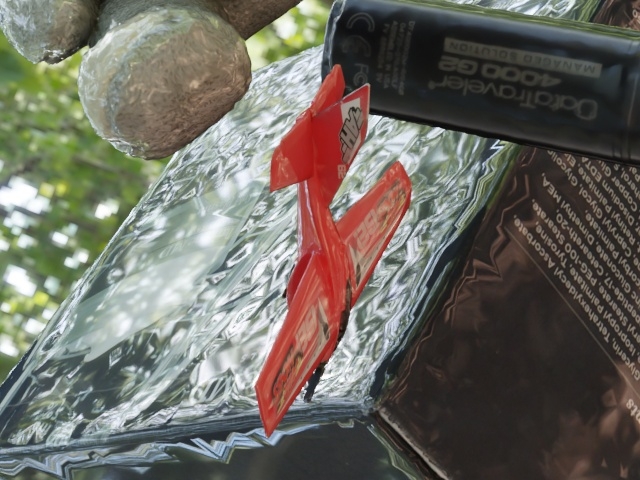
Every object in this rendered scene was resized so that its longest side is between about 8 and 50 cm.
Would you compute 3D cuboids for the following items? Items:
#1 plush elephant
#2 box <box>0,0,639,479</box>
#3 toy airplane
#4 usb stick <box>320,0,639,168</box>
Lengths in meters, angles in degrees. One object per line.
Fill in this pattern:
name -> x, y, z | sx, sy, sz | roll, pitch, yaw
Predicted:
plush elephant -> -0.084, -0.229, 0.804 | 0.272, 0.255, 0.330 | -35, 21, -11
box -> 0.055, 0.068, 1.240 | 0.297, 0.479, 0.472 | 49, -129, -24
toy airplane -> 0.000, 0.000, 0.616 | 0.151, 0.028, 0.151 | 18, -90, -75
usb stick -> 0.128, -0.091, 0.938 | 0.045, 0.278, 0.077 | -10, -69, -62
